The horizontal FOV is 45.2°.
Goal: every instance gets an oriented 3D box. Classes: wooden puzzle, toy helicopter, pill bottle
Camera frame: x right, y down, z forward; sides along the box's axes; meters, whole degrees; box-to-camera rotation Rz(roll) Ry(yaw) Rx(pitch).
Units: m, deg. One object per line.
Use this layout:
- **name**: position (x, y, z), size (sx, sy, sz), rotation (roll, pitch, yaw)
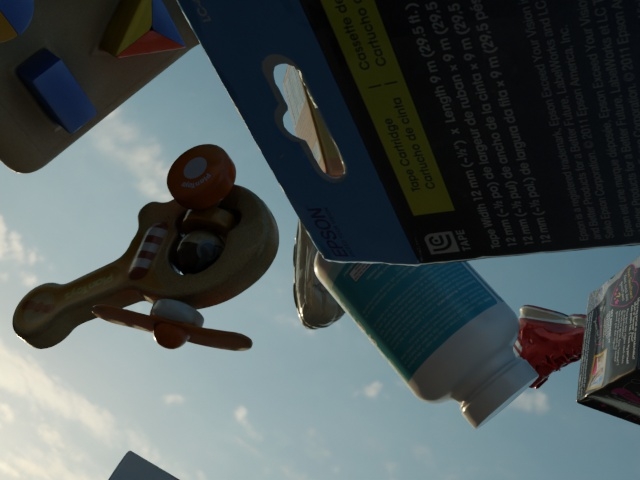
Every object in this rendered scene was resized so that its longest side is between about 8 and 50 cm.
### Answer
- **wooden puzzle**: position (-0.320, -0.278, 0.958), size (0.080, 0.348, 0.322), rotation (40, -16, 39)
- **toy helicopter**: position (-0.213, 0.056, 0.927), size (0.355, 0.235, 0.140), rotation (-23, -38, 9)
- **pill bottle**: position (0.122, 0.082, 0.876), size (0.264, 0.146, 0.146), rotation (50, -33, 22)

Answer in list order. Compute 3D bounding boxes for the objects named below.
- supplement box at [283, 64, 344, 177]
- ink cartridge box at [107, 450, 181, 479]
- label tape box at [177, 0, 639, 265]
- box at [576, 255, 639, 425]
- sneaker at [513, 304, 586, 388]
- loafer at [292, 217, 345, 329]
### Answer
- **supplement box**: position (0.012, -0.157, 1.040), size (0.078, 0.233, 0.080), rotation (-1, -32, -19)
- **ink cartridge box**: position (-0.234, 0.376, 0.917), size (0.128, 0.127, 0.176), rotation (31, -69, -3)
- **label tape box**: position (0.124, -0.114, 0.409), size (0.348, 0.115, 0.249), rotation (-5, -47, 28)
- **box**: position (0.454, 0.139, 0.899), size (0.247, 0.163, 0.142), rotation (20, -30, -3)
- **sneaker**: position (0.379, 0.180, 1.175), size (0.087, 0.128, 0.221), rotation (28, -10, -26)
- **loafer**: position (0.000, 0.000, 1.336), size (0.112, 0.319, 0.111), rotation (17, -31, -18)
